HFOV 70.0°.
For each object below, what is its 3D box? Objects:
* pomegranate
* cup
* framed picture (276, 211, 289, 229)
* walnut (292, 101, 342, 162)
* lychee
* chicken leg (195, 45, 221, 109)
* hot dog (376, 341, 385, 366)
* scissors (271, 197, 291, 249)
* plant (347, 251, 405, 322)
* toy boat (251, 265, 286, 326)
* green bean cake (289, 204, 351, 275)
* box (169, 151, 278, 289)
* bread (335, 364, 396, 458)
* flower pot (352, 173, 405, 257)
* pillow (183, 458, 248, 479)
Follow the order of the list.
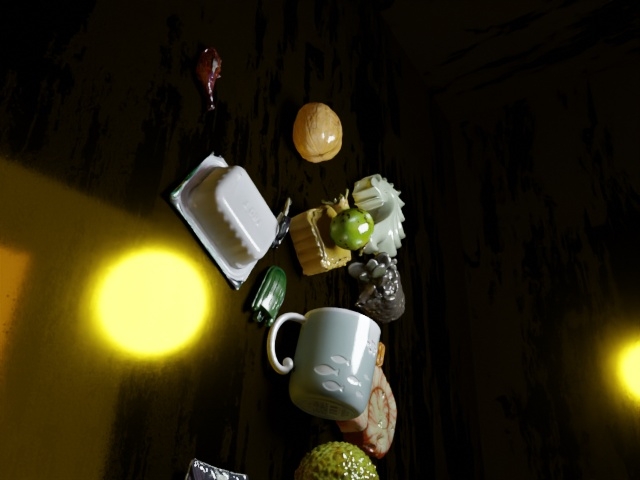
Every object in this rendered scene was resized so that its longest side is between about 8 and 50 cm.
[{"bbox_3d":[0.088,-0.061,1.544,0.220,0.156,0.156,51,21,28],"label":"pomegranate"},{"bbox_3d":[-0.003,0.369,1.399,0.356,0.259,0.275,24,53,-15],"label":"cup"},{"bbox_3d":[-0.134,-0.047,1.533,0.066,0.006,0.089,59,35,-25],"label":"framed picture"},{"bbox_3d":[-0.011,-0.403,1.694,0.195,0.195,0.222,37,47,-46],"label":"walnut"},{"bbox_3d":[0.046,0.716,1.303,0.320,0.269,0.270,82,7,-71],"label":"lychee"},{"bbox_3d":[-0.328,-0.489,1.355,0.093,0.053,0.205,54,40,-55],"label":"chicken leg"},{"bbox_3d":[0.245,0.478,1.917,0.049,0.037,0.122,48,35,-20],"label":"hot dog"},{"bbox_3d":[-0.117,-0.073,1.477,0.022,0.109,0.300,28,27,-12],"label":"scissors"},{"bbox_3d":[0.231,0.195,1.846,0.276,0.198,0.189,62,30,-34],"label":"plant"},{"bbox_3d":[-0.150,0.161,1.391,0.104,0.052,0.210,52,38,-30],"label":"toy boat"},{"bbox_3d":[0.000,0.000,1.613,0.224,0.131,0.230,-18,91,-61],"label":"green bean cake"},{"bbox_3d":[-0.234,-0.072,1.291,0.337,0.105,0.264,58,36,-26],"label":"box"},{"bbox_3d":[0.171,0.613,1.674,0.328,0.114,0.295,62,33,-22],"label":"bread"},{"bbox_3d":[0.257,-0.096,2.024,0.254,0.164,0.368,27,56,-44],"label":"flower pot"},{"bbox_3d":[-0.250,0.603,1.068,0.208,0.055,0.142,42,54,-42],"label":"pillow"}]
